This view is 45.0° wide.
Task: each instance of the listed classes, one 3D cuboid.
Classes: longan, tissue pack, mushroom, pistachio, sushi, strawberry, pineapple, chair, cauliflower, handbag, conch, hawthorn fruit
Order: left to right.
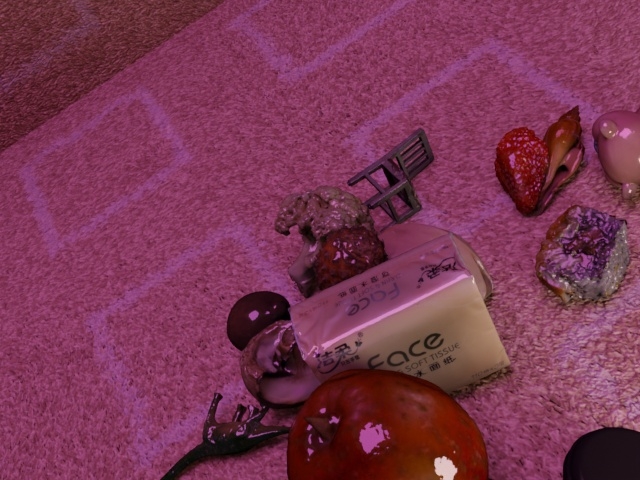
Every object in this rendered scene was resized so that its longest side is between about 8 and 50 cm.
[{"bbox_3d":[-0.152,0.208,2.023,0.185,0.159,0.204,-42,4,-42],"label":"longan"},{"bbox_3d":[-0.072,0.294,1.909,0.267,0.189,0.164,-37,35,-16],"label":"mushroom"},{"bbox_3d":[-0.001,-0.023,2.083,0.281,0.260,0.327,-39,12,-11],"label":"cauliflower"},{"bbox_3d":[0.044,0.106,1.895,0.175,0.361,0.175,11,53,-15],"label":"pineapple"},{"bbox_3d":[0.100,0.424,1.499,0.403,0.403,0.402,-14,49,16],"label":"hawthorn fruit"},{"bbox_3d":[0.181,0.217,1.734,0.405,0.331,0.205,-27,36,5],"label":"tissue pack"},{"bbox_3d":[0.232,-0.165,2.169,0.270,0.136,0.147,-35,47,-5],"label":"chair"},{"bbox_3d":[0.265,0.072,1.922,0.332,0.208,0.226,13,104,19],"label":"pistachio"},{"bbox_3d":[0.511,-0.200,2.030,0.175,0.107,0.236,-55,31,30],"label":"strawberry"},{"bbox_3d":[0.626,-0.212,2.049,0.109,0.093,0.330,23,85,-6],"label":"conch"},{"bbox_3d":[0.624,0.021,1.815,0.184,0.139,0.274,20,71,35],"label":"sushi"},{"bbox_3d":[0.585,0.492,1.430,0.254,0.093,0.308,-1,46,-14],"label":"handbag"}]

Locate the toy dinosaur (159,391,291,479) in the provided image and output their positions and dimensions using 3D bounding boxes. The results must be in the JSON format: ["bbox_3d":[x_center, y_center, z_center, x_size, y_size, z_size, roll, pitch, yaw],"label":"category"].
[{"bbox_3d":[-0.244,0.525,1.877,0.447,0.087,0.300,1,53,34],"label":"toy dinosaur"}]

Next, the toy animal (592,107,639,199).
[{"bbox_3d":[0.797,-0.238,1.907,0.221,0.210,0.229,-19,11,18],"label":"toy animal"}]

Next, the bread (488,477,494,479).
[{"bbox_3d":[0.406,0.542,1.540,0.344,0.084,0.124,-4,65,23],"label":"bread"}]
